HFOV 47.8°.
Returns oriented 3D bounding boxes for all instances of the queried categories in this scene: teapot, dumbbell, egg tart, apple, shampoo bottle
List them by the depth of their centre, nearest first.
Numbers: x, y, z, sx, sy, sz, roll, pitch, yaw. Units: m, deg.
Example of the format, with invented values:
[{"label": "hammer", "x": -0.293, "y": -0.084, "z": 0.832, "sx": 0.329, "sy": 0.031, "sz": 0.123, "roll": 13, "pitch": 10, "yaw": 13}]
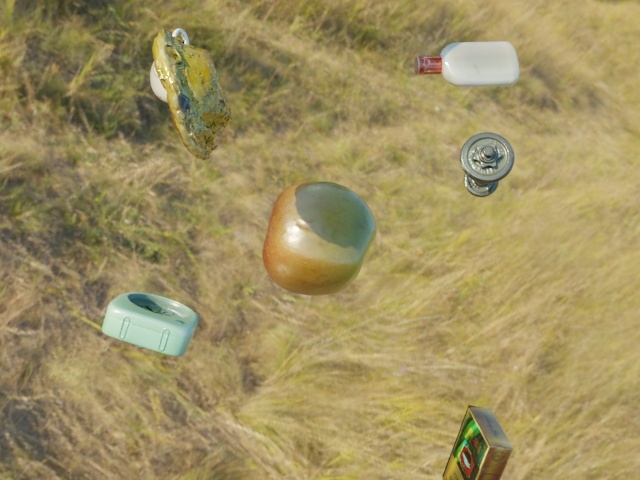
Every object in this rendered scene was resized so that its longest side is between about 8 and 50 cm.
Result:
[{"label": "shampoo bottle", "x": 0.313, "y": -0.379, "z": 1.557, "sx": 0.220, "sy": 0.051, "sz": 0.108, "roll": -3, "pitch": 70, "yaw": -8}, {"label": "dumbbell", "x": 0.352, "y": -0.147, "z": 1.564, "sx": 0.110, "sy": 0.110, "sz": 0.254, "roll": 49, "pitch": -4, "yaw": 16}, {"label": "egg tart", "x": -0.269, "y": -0.322, "z": 1.566, "sx": 0.295, "sy": 0.116, "sz": 0.295, "roll": -17, "pitch": 90, "yaw": -88}, {"label": "teapot", "x": -0.368, "y": -0.444, "z": 1.873, "sx": 0.116, "sy": 0.159, "sz": 0.246, "roll": 28, "pitch": 61, "yaw": -48}, {"label": "apple", "x": 0.000, "y": 0.000, "z": 2.089, "sx": 0.304, "sy": 0.339, "sz": 0.338, "roll": 12, "pitch": 33, "yaw": 1}]

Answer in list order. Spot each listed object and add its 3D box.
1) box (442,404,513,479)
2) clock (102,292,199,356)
[{"label": "box", "x": 0.382, "y": 0.553, "z": 1.784, "sx": 0.071, "sy": 0.240, "sz": 0.159, "roll": 10, "pitch": 22, "yaw": -11}, {"label": "clock", "x": -0.286, "y": 0.140, "z": 1.267, "sx": 0.148, "sy": 0.060, "sz": 0.188, "roll": 17, "pitch": 6, "yaw": -1}]
